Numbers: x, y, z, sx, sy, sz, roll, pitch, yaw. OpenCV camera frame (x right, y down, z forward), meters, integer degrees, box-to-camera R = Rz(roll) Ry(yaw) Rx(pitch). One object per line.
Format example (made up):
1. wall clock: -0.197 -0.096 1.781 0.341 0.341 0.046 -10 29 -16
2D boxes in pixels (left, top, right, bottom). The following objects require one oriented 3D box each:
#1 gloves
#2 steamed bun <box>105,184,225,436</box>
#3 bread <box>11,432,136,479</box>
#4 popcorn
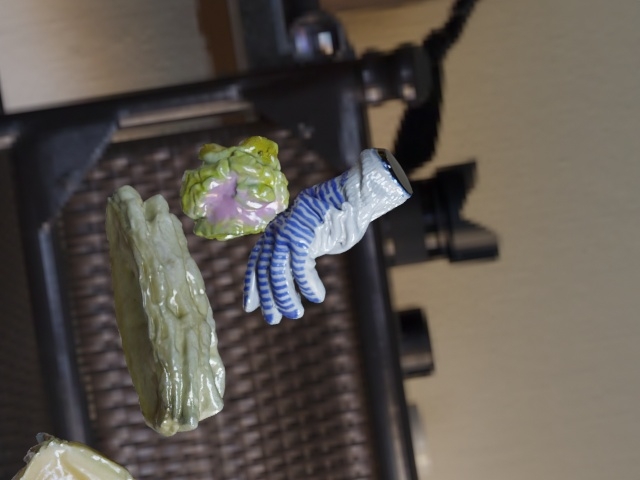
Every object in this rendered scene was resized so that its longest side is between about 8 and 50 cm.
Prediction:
1. gloves: -0.002 -0.006 1.608 0.097 0.229 0.119 41 11 1
2. steamed bun: -0.251 0.137 2.609 0.247 0.189 0.428 -45 -124 52
3. bread: -0.278 0.319 1.518 0.241 0.136 0.107 -63 -173 -22
4. popcorn: -0.110 -0.064 1.954 0.145 0.126 0.126 -44 -146 47
